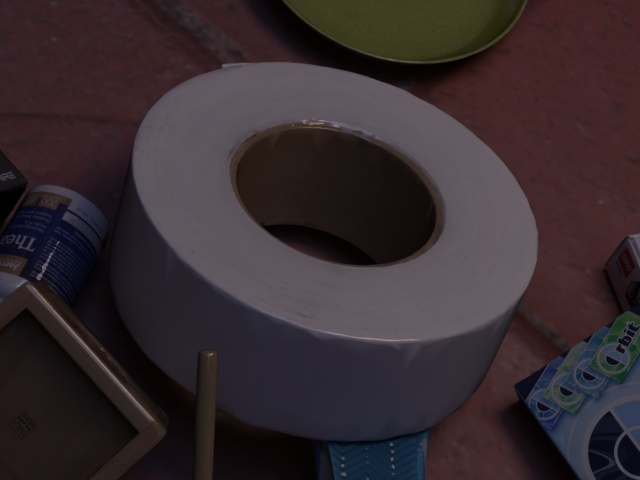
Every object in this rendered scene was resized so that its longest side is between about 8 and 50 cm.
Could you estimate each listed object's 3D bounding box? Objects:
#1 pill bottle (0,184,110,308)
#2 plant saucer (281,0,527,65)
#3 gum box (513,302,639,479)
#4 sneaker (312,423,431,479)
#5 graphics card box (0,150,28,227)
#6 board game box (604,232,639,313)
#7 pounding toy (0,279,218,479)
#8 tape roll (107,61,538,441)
[{"bbox_3d":[-0.196,0.026,1.135,0.067,0.067,0.120,24,57,-1],"label":"pill bottle"},{"bbox_3d":[0.056,-0.235,1.377,0.241,0.037,0.241,7,58,-12],"label":"plant saucer"},{"bbox_3d":[0.251,0.136,1.164,0.157,0.041,0.184,-34,65,-1],"label":"gum box"},{"bbox_3d":[0.029,0.167,1.110,0.087,0.092,0.229,10,39,-7],"label":"sneaker"},{"bbox_3d":[-0.395,-0.116,1.095,0.371,0.094,0.233,45,30,13],"label":"graphics card box"},{"bbox_3d":[0.355,0.125,1.240,0.193,0.053,0.305,-7,63,-20],"label":"board game box"},{"bbox_3d":[-0.136,0.124,1.044,0.181,0.094,0.206,-42,91,-3],"label":"pounding toy"},{"bbox_3d":[0.000,0.000,1.141,0.286,0.100,0.286,10,41,-9],"label":"tape roll"}]
